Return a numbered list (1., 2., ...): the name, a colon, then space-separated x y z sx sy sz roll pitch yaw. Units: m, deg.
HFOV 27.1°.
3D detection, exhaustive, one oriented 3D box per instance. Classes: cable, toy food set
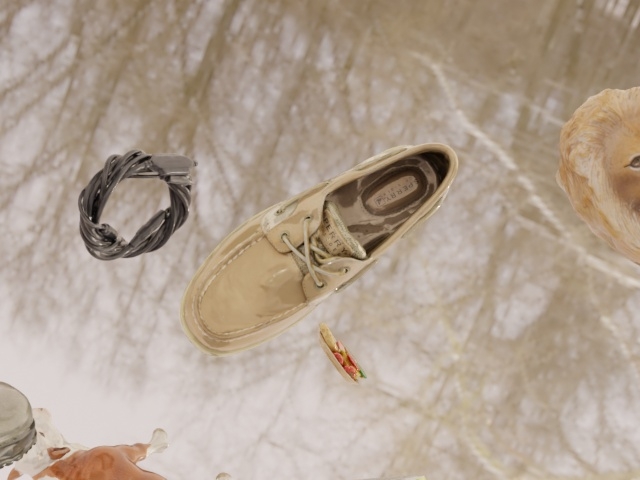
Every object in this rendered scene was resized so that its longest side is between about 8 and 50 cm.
1. cable: -0.232 -0.041 1.616 0.047 0.150 0.184 41 -152 26
2. toy food set: 0.024 0.138 1.595 0.083 0.020 0.082 55 -175 21

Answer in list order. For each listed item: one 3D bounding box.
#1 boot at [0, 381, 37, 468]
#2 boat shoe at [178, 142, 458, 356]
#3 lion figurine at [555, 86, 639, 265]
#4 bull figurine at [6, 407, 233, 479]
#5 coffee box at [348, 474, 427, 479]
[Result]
1. boot: -0.234 0.044 0.670 0.083 0.161 0.246 -1 179 30
2. boat shoe: 0.000 0.000 1.243 0.109 0.302 0.098 57 165 1
3. lion figurine: 0.348 -0.083 1.049 0.392 0.142 0.240 -42 -80 -35
4. bull figurine: -0.221 0.304 1.577 0.310 0.101 0.188 38 -152 13
5. coffee box: -0.112 0.386 1.084 0.334 0.338 0.338 -13 171 41
